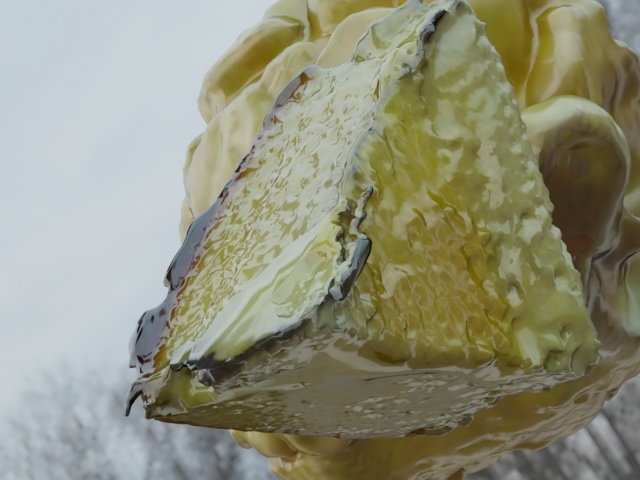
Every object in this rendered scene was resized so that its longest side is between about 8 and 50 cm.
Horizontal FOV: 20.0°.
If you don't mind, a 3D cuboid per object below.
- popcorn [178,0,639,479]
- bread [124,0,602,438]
[{"bbox_3d":[0.074,-0.013,1.291,0.390,0.354,0.344,-44,-18,32],"label":"popcorn"},{"bbox_3d":[0.000,0.000,0.687,0.160,0.169,0.140,-12,-9,-44],"label":"bread"}]
